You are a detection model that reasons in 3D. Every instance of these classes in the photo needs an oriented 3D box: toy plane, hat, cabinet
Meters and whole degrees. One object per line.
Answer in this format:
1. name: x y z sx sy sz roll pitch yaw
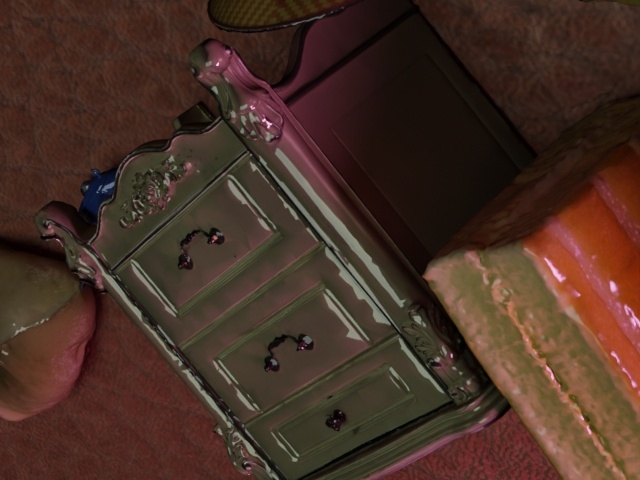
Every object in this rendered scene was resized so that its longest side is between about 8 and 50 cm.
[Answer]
1. toy plane: -0.214 -0.015 1.360 0.062 0.054 0.167 22 137 -12
2. hat: -0.002 -0.219 0.912 0.193 0.193 0.082 -2 126 38
3. cabinet: 0.000 0.000 1.076 0.318 0.227 0.290 50 138 -4

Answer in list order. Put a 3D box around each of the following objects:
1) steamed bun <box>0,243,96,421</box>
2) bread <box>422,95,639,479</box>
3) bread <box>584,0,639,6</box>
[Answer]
1. steamed bun: -0.337 0.110 1.499 0.231 0.110 0.212 10 127 35
2. bread: 0.225 0.046 0.938 0.111 0.239 0.246 -21 105 50
3. bread: 0.212 -0.195 0.772 0.361 0.077 0.138 26 133 59
